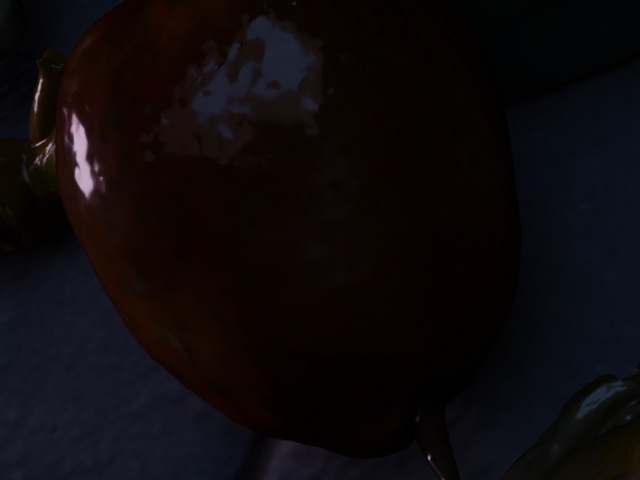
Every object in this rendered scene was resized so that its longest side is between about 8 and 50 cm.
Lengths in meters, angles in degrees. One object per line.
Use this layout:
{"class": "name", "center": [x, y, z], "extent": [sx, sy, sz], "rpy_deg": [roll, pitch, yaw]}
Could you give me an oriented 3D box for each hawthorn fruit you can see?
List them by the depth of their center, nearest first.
{"class": "hawthorn fruit", "center": [0.000, 0.000, 0.684], "extent": [0.210, 0.210, 0.262], "rpy_deg": [-23, 89, 8]}

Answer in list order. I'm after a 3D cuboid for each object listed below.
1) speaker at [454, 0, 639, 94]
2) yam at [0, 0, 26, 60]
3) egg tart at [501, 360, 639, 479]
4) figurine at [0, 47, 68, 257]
{"class": "speaker", "center": [0.220, -0.239, 0.748], "extent": [0.406, 0.183, 0.184], "rpy_deg": [-22, 63, 9]}
{"class": "yam", "center": [-0.326, -0.058, 0.892], "extent": [0.356, 0.081, 0.081], "rpy_deg": [-29, 57, 13]}
{"class": "egg tart", "center": [0.193, 0.164, 0.561], "extent": [0.351, 0.150, 0.352], "rpy_deg": [-11, 58, 18]}
{"class": "figurine", "center": [-0.136, -0.053, 0.839], "extent": [0.176, 0.121, 0.122], "rpy_deg": [-28, 28, 16]}
